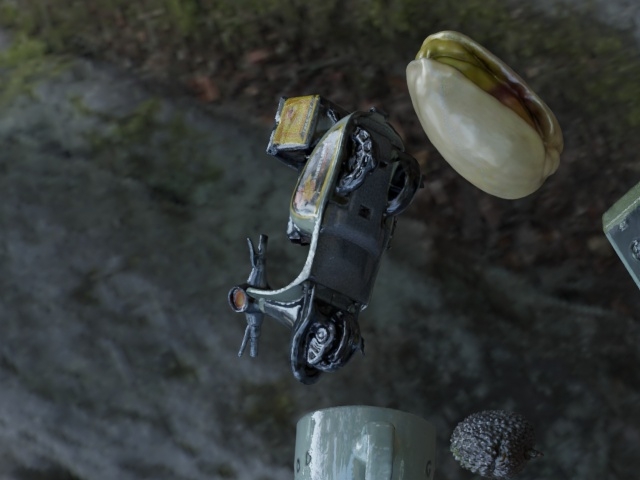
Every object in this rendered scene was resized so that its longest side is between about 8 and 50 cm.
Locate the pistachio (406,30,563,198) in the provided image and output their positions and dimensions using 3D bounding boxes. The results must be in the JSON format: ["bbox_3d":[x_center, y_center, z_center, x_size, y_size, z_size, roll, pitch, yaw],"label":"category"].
[{"bbox_3d":[0.163,-0.123,1.777,0.200,0.117,0.145,37,155,-21],"label":"pistachio"}]

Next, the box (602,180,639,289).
[{"bbox_3d":[0.371,-0.004,1.453,0.270,0.045,0.211,-45,69,48],"label":"box"}]

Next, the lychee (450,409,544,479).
[{"bbox_3d":[0.156,0.182,1.513,0.083,0.068,0.067,14,136,6],"label":"lychee"}]

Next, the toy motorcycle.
[{"bbox_3d":[0.000,0.000,1.525,0.157,0.091,0.263,1,70,46],"label":"toy motorcycle"}]

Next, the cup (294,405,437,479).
[{"bbox_3d":[0.058,0.335,2.187,0.258,0.186,0.234,101,173,-63],"label":"cup"}]
